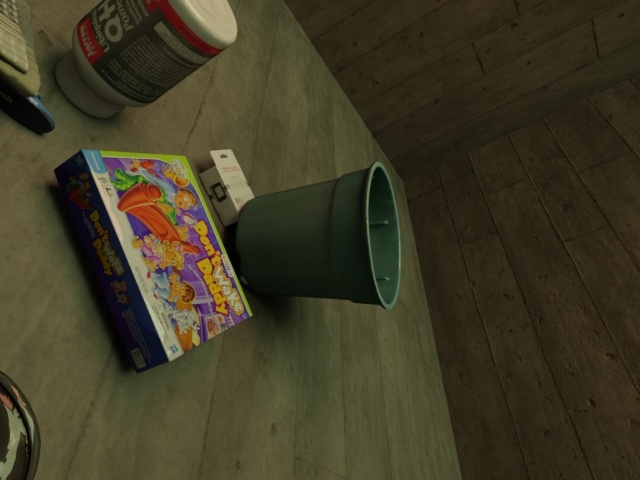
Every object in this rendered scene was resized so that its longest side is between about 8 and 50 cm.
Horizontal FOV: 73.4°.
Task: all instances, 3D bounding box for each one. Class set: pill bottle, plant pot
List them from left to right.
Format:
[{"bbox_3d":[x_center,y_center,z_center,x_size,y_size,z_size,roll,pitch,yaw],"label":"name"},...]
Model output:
[{"bbox_3d":[-0.325,-0.356,0.782,0.176,0.319,0.176,46,30,-37],"label":"pill bottle"},{"bbox_3d":[0.000,0.000,1.049,0.341,0.335,0.340,-4,90,-68],"label":"plant pot"}]

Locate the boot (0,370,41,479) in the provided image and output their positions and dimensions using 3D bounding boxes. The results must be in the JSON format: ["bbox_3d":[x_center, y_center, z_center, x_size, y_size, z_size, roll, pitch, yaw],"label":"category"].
[{"bbox_3d":[-0.385,0.259,0.379,0.229,0.091,0.262,9,62,-63],"label":"boot"}]

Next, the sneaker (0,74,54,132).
[{"bbox_3d":[-0.481,-0.237,0.682,0.144,0.053,0.059,52,25,-31],"label":"sneaker"}]

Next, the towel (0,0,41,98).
[{"bbox_3d":[-0.504,-0.400,0.573,0.312,0.056,0.324,62,-4,26],"label":"towel"}]

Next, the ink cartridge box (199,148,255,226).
[{"bbox_3d":[-0.234,-0.135,1.088,0.180,0.060,0.104,65,24,-4],"label":"ink cartridge box"}]

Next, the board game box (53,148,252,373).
[{"bbox_3d":[-0.277,0.019,0.758,0.346,0.078,0.233,67,24,1],"label":"board game box"}]
